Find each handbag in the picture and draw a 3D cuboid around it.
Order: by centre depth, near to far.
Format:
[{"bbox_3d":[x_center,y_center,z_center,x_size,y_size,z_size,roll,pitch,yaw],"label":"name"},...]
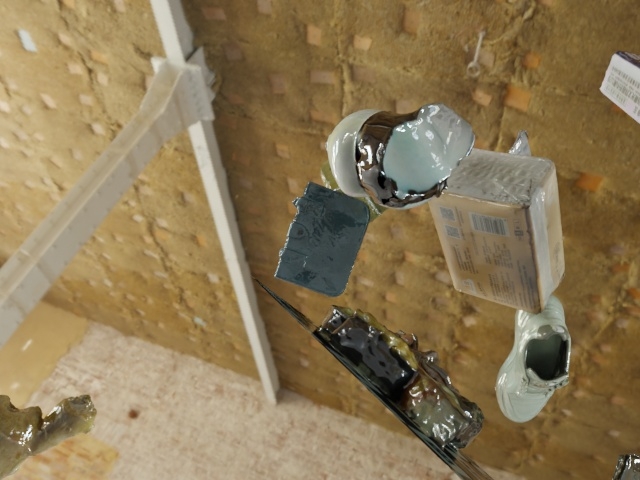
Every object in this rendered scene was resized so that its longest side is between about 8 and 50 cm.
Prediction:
[{"bbox_3d":[0.000,0.000,1.400,0.179,0.229,0.062,21,-4,-6],"label":"handbag"}]

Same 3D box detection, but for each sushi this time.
[{"bbox_3d":[0.116,0.175,0.764,0.343,0.064,0.359,39,-4,38],"label":"sushi"}]

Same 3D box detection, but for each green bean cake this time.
[{"bbox_3d":[0.122,-0.167,1.624,0.233,0.236,0.124,-33,-60,6],"label":"green bean cake"}]

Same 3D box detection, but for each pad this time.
[{"bbox_3d":[0.677,0.554,1.329,0.233,0.174,0.022,28,-5,-30],"label":"pad"}]

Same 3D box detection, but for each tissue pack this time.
[{"bbox_3d":[0.374,-0.044,1.256,0.239,0.238,0.305,4,-42,30],"label":"tissue pack"}]

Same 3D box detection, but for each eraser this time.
[{"bbox_3d":[0.613,-0.251,1.106,0.130,0.287,0.086,11,-60,-5],"label":"eraser"}]

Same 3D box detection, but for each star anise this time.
[{"bbox_3d":[0.209,0.285,1.445,0.288,0.288,0.088,36,-70,-14],"label":"star anise"}]

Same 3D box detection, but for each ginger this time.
[{"bbox_3d":[-0.352,0.216,0.734,0.096,0.165,0.067,62,-17,4],"label":"ginger"}]

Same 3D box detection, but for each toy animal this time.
[{"bbox_3d":[0.100,-0.121,0.894,0.179,0.166,0.138,14,-66,56],"label":"toy animal"}]

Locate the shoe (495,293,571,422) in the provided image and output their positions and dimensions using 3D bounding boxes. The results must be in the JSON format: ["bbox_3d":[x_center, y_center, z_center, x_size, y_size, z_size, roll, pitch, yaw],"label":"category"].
[{"bbox_3d":[0.456,0.277,1.309,0.124,0.159,0.316,2,-70,0],"label":"shoe"}]
